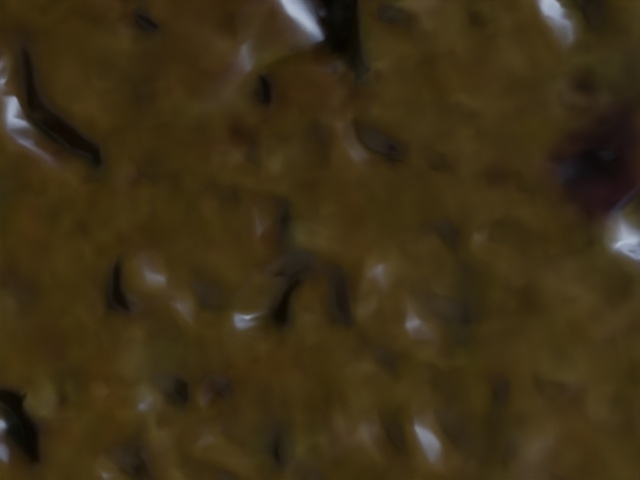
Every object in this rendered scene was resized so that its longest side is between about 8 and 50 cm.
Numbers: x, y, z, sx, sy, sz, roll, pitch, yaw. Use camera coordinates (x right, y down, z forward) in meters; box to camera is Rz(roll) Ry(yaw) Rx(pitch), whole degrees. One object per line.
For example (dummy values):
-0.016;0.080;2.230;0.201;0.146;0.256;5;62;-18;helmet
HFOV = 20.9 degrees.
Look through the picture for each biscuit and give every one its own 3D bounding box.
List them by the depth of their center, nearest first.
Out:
0.001;0.000;0.349;0.296;0.296;0.075;33;3;20;biscuit
